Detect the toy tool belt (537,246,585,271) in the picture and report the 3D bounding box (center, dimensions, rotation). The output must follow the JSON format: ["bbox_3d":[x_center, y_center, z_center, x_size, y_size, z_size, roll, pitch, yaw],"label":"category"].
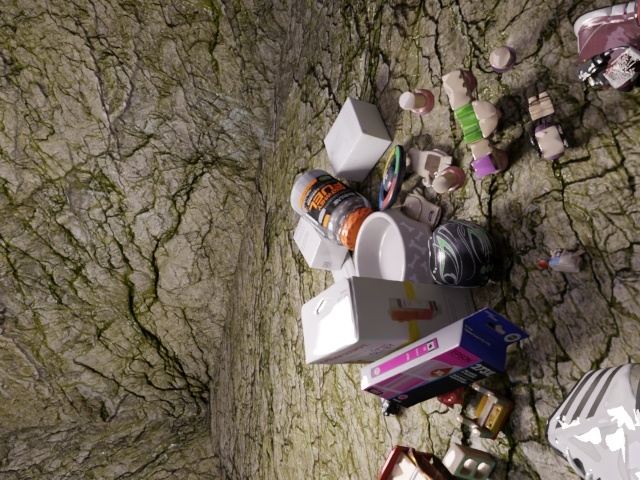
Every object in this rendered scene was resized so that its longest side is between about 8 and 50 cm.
[{"bbox_3d":[0.514,0.038,0.901,0.051,0.052,0.083,-55,25,-17],"label":"toy tool belt"}]

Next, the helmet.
[{"bbox_3d":[0.359,0.027,1.075,0.169,0.169,0.161,15,111,63],"label":"helmet"}]

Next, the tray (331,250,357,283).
[{"bbox_3d":[0.080,0.106,1.746,0.145,0.030,0.270,-59,34,39],"label":"tray"}]

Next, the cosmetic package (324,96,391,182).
[{"bbox_3d":[0.139,-0.390,1.650,0.224,0.138,0.224,-56,37,44],"label":"cosmetic package"}]

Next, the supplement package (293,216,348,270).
[{"bbox_3d":[0.000,0.000,1.745,0.134,0.139,0.244,-68,28,23],"label":"supplement package"}]

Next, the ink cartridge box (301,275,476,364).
[{"bbox_3d":[0.178,0.227,1.123,0.279,0.385,0.160,-43,45,52],"label":"ink cartridge box"}]

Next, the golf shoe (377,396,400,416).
[{"bbox_3d":[0.222,0.449,1.317,0.094,0.077,0.198,52,127,55],"label":"golf shoe"}]

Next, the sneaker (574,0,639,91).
[{"bbox_3d":[0.616,-0.364,0.779,0.281,0.106,0.162,20,116,62],"label":"sneaker"}]

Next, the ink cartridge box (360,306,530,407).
[{"bbox_3d":[0.284,0.287,0.986,0.371,0.176,0.069,-39,34,31],"label":"ink cartridge box"}]

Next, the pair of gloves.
[{"bbox_3d":[0.327,-0.168,1.326,0.204,0.042,0.240,28,110,58],"label":"pair of gloves"}]

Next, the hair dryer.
[{"bbox_3d":[0.604,-0.324,0.686,0.223,0.080,0.293,42,155,9],"label":"hair dryer"}]

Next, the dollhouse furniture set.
[{"bbox_3d":[0.327,0.521,1.058,0.374,0.152,0.201,-62,28,0],"label":"dollhouse furniture set"}]

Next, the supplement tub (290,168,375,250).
[{"bbox_3d":[0.054,-0.117,1.610,0.338,0.207,0.207,40,119,39],"label":"supplement tub"}]

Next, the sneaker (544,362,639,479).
[{"bbox_3d":[0.522,0.428,0.684,0.257,0.169,0.447,137,143,-63],"label":"sneaker"}]

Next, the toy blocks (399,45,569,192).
[{"bbox_3d":[0.410,-0.297,1.053,0.309,0.260,0.288,-20,93,34],"label":"toy blocks"}]

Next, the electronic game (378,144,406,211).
[{"bbox_3d":[0.238,-0.210,1.432,0.229,0.048,0.229,-167,90,-85],"label":"electronic game"}]

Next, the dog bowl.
[{"bbox_3d":[0.222,0.061,1.353,0.349,0.102,0.348,179,90,-67],"label":"dog bowl"}]
